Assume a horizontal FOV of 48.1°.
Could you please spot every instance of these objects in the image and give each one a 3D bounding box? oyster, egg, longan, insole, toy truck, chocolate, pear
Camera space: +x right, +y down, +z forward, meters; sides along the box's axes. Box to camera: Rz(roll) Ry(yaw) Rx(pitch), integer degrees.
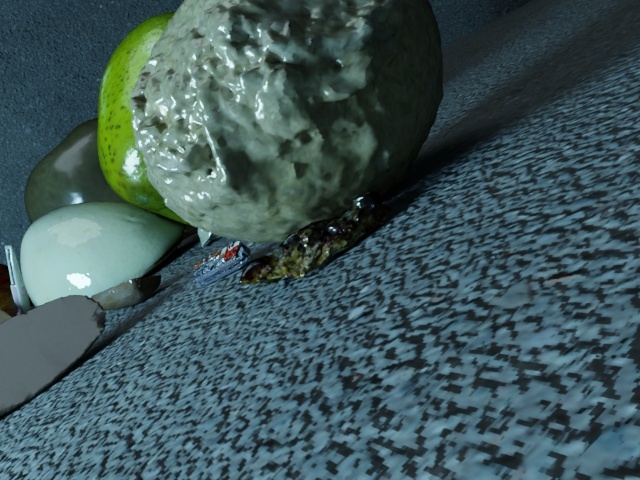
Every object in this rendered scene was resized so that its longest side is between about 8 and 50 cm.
[{"bbox_3d":[0.000,-0.001,0.565,0.086,0.029,0.132,-23,10,40],"label":"oyster"},{"bbox_3d":[-0.022,-0.138,0.652,0.310,0.279,0.279,-53,19,-24],"label":"egg"},{"bbox_3d":[-0.385,0.010,1.229,0.286,0.174,0.264,-26,14,6],"label":"egg"},{"bbox_3d":[-0.506,-0.111,1.682,0.361,0.361,0.361,-30,10,6],"label":"longan"},{"bbox_3d":[-0.358,0.158,0.713,0.111,0.007,0.328,31,56,29],"label":"insole"},{"bbox_3d":[-0.102,0.024,0.752,0.083,0.024,0.032,-27,33,33],"label":"toy truck"},{"bbox_3d":[-0.249,0.071,0.937,0.101,0.031,0.064,-20,-3,32],"label":"chocolate"},{"bbox_3d":[-0.265,-0.175,1.196,0.342,0.238,0.318,114,165,-46],"label":"pear"}]

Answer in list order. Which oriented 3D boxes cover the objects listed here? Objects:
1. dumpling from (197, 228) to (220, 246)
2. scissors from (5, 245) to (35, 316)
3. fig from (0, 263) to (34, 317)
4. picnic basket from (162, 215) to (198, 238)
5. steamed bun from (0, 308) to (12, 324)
[{"bbox_3d":[-0.168,-0.018,1.107,0.077,0.043,0.059,-21,35,29],"label":"dumpling"},{"bbox_3d":[-0.517,0.092,1.234,0.022,0.176,0.085,-3,16,11],"label":"scissors"},{"bbox_3d":[-0.617,0.111,1.394,0.207,0.175,0.175,-38,12,-34],"label":"fig"},{"bbox_3d":[-0.254,-0.069,1.486,0.164,0.079,0.115,-26,10,23],"label":"picnic basket"},{"bbox_3d":[-0.564,0.173,1.144,0.175,0.106,0.145,-17,17,45],"label":"steamed bun"}]
